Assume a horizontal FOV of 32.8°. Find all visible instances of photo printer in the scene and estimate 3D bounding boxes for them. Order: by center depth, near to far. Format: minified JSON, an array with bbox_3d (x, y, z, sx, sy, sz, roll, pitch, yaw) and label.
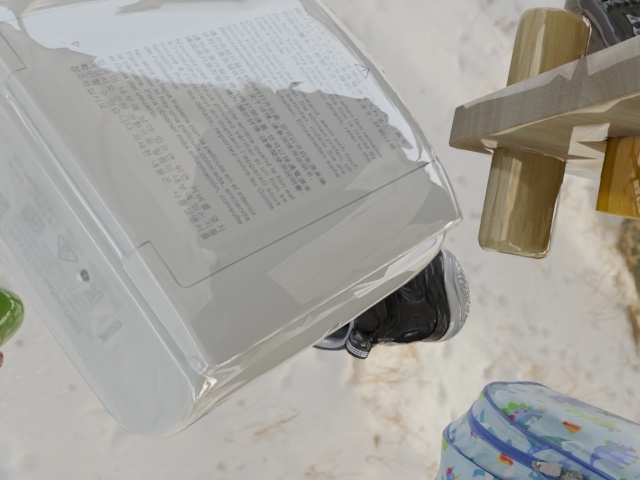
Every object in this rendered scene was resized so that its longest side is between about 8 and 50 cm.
[{"bbox_3d":[-0.057,-0.053,0.669,0.256,0.107,0.307,53,41,6],"label":"photo printer"}]

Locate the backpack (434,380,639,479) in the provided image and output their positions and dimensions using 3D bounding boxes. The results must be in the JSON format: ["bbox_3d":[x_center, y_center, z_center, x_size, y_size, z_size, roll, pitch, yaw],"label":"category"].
[{"bbox_3d":[0.273,0.286,1.085,0.290,0.355,0.274,1,91,-44],"label":"backpack"}]

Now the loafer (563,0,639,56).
[{"bbox_3d":[0.380,-0.171,1.268,0.133,0.130,0.366,-1,52,-15],"label":"loafer"}]

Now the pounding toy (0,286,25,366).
[{"bbox_3d":[-0.527,0.145,1.511,0.236,0.183,0.110,6,57,-35],"label":"pounding toy"}]

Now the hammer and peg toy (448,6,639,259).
[{"bbox_3d":[0.260,-0.023,0.485,0.361,0.266,0.127,11,88,-12],"label":"hammer and peg toy"}]

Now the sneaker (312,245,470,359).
[{"bbox_3d":[0.000,0.000,0.967,0.153,0.101,0.268,-16,50,-40],"label":"sneaker"}]
